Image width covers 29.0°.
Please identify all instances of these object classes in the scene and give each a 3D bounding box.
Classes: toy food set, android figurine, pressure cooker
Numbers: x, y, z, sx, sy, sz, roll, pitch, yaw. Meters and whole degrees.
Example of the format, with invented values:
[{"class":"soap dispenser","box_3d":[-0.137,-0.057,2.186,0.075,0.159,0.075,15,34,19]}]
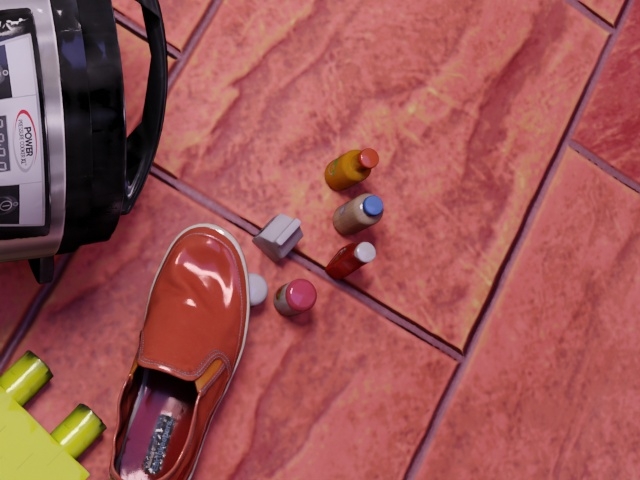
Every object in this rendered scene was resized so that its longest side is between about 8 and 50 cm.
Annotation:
[{"class":"toy food set","box_3d":[0.000,0.000,1.467,0.111,0.104,0.232,46,69,-7]},{"class":"android figurine","box_3d":[-0.365,0.254,1.316,0.248,0.056,0.273,48,67,-6]},{"class":"pressure cooker","box_3d":[-0.356,-0.158,1.227,0.420,0.370,0.376,-7,73,-22]}]

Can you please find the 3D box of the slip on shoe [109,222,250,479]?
[{"class":"slip on shoe","box_3d":[-0.157,0.135,1.376,0.123,0.101,0.331,15,75,5]}]
